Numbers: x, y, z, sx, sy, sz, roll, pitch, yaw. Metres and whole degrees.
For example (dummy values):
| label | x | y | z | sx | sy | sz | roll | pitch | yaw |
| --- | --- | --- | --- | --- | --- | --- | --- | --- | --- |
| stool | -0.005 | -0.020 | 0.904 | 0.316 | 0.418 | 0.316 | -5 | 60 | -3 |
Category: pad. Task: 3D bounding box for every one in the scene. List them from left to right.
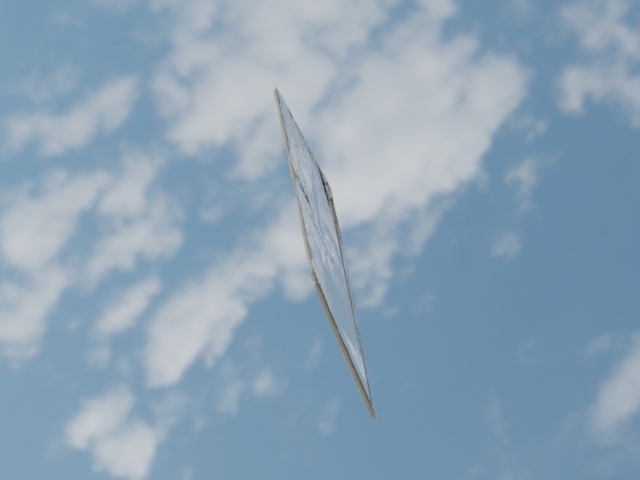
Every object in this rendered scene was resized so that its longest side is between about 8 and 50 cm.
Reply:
| label | x | y | z | sx | sy | sz | roll | pitch | yaw |
| --- | --- | --- | --- | --- | --- | --- | --- | --- | --- |
| pad | 0.000 | 0.000 | 0.979 | 0.004 | 0.156 | 0.232 | -14 | -158 | -5 |
